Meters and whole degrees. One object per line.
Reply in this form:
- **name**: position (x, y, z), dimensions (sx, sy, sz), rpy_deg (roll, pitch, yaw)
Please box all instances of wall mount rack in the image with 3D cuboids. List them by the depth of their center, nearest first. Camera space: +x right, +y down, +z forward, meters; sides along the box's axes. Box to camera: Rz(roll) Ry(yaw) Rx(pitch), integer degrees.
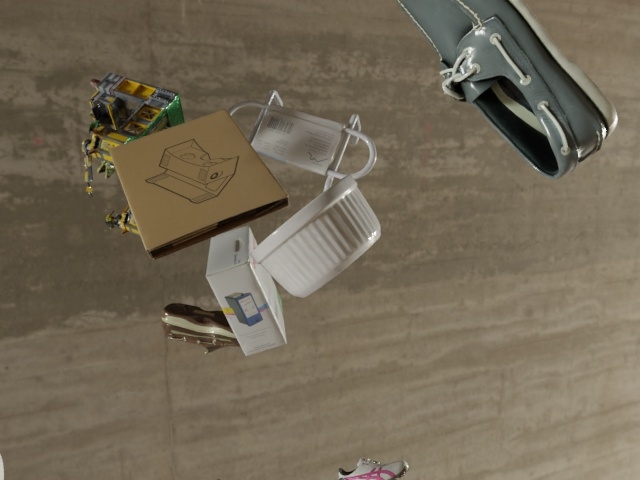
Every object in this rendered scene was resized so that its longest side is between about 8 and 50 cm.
- **wall mount rack**: position (-0.060, -0.160, 1.198), dimensions (0.350, 0.304, 0.130), rpy_deg (20, 171, 12)

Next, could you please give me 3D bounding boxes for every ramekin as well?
- **ramekin**: position (0.000, 0.000, 0.870), dimensions (0.207, 0.109, 0.207), rpy_deg (-38, -179, 1)

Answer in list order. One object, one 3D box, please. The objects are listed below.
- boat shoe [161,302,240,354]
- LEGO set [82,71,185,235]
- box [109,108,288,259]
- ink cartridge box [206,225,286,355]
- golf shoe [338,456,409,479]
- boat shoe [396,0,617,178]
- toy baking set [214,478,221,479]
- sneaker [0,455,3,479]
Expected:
- **boat shoe**: position (-0.249, 0.221, 1.281), dimensions (0.257, 0.095, 0.095), rpy_deg (13, -164, 8)
- **LEGO set**: position (-0.407, -0.177, 1.118), dimensions (0.192, 0.255, 0.331), rpy_deg (19, 153, 11)
- **box**: position (-0.152, -0.078, 0.652), dimensions (0.164, 0.021, 0.201), rpy_deg (-23, -131, -14)
- **ink cartridge box**: position (-0.148, 0.100, 1.101), dimensions (0.093, 0.212, 0.154), rpy_deg (-17, -149, 2)
- **golf shoe**: position (0.133, 0.596, 1.391), dimensions (0.186, 0.086, 0.067), rpy_deg (-23, 160, 4)
- **boat shoe**: position (0.194, -0.200, 0.624), dimensions (0.319, 0.099, 0.116), rpy_deg (41, 171, -3)
- **toy baking set**: position (-0.274, 0.581, 1.060), dimensions (0.256, 0.030, 0.196), rpy_deg (-7, -135, -16)
- **sneaker**: position (-0.513, 0.422, 0.805), dimensions (0.095, 0.235, 0.090), rpy_deg (-27, 138, 22)
